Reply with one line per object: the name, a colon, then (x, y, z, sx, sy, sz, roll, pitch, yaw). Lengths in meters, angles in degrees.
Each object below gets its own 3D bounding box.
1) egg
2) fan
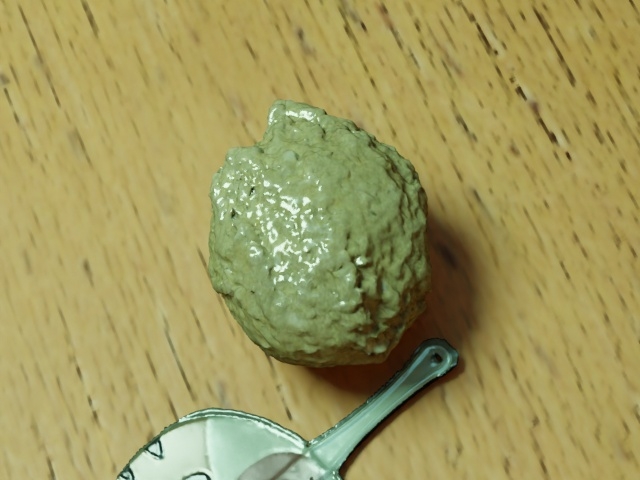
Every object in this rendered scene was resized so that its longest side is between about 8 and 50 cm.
egg: (0.000, 0.000, 0.993, 0.116, 0.118, 0.140, -20, 52, 17)
fan: (-0.018, 0.126, 0.992, 0.226, 0.008, 0.152, -41, 64, -12)
